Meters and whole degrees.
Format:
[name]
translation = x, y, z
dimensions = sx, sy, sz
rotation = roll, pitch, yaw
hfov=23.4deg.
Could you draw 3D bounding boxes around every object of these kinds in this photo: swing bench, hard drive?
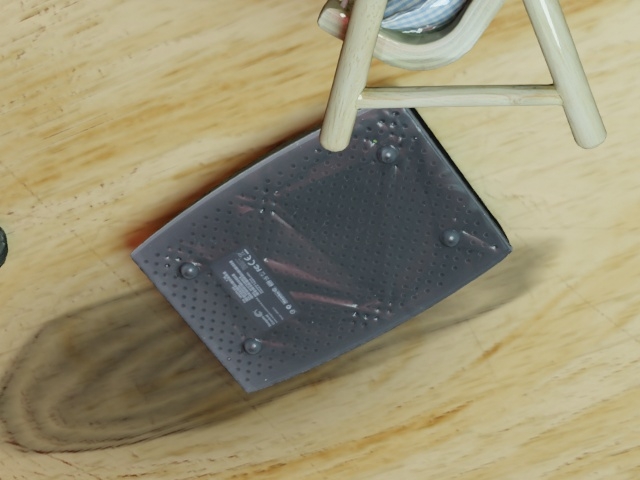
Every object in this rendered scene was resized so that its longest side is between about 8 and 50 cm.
[swing bench]
translation = 0.086, -0.221, 0.926
dimensions = 0.165, 0.253, 0.255
rotation = 0, 120, 9
[hard drive]
translation = 0.000, 0.000, 1.185
dimensions = 0.254, 0.054, 0.172
rotation = -30, 112, 23

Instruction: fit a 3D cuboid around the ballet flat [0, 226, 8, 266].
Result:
[ballet flat]
translation = -0.337, -0.002, 1.241
dimensions = 0.173, 0.049, 0.057
rotation = 5, 120, 6
